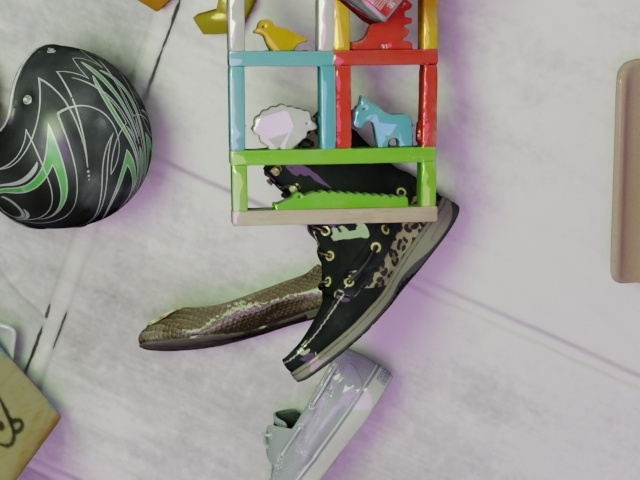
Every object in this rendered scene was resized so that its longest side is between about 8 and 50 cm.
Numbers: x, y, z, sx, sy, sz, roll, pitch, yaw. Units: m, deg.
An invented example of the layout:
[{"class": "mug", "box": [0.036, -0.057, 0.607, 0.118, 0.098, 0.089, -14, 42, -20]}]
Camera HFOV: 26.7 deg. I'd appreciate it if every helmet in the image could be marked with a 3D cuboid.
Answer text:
[{"class": "helmet", "box": [-0.243, -0.099, 1.302, 0.161, 0.169, 0.169, -28, 104, 35]}]

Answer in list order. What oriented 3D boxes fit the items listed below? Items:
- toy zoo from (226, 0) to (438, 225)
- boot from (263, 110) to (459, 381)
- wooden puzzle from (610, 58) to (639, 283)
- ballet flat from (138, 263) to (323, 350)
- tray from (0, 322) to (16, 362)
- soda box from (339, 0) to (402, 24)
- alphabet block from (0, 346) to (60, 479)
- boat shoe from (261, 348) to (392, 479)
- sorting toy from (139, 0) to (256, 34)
[{"class": "toy zoo", "box": [0.011, -0.161, 1.224, 0.192, 0.030, 0.293, -1, 98, -7]}, {"class": "boot", "box": [0.000, 0.000, 1.296, 0.178, 0.085, 0.236, 43, 74, -3]}, {"class": "wooden puzzle", "box": [0.394, -0.064, 1.267, 0.238, 0.044, 0.221, -1, 110, 6]}, {"class": "ballet flat", "box": [-0.071, 0.068, 1.387, 0.249, 0.084, 0.058, -14, 80, 14]}, {"class": "tray", "box": [-0.418, 0.194, 1.515, 0.145, 0.030, 0.270, 14, 112, 5]}, {"class": "soda box", "box": [0.099, -0.311, 1.152, 0.083, 0.092, 0.263, 39, 92, -10]}, {"class": "alphabet block", "box": [-0.423, 0.207, 1.397, 0.193, 0.197, 0.192, -37, 101, 20]}, {"class": "boat shoe", "box": [-0.015, 0.205, 1.427, 0.081, 0.079, 0.227, 37, 108, 5]}, {"class": "sorting toy", "box": [-0.042, -0.315, 1.247, 0.229, 0.041, 0.307, 31, 113, -2]}]
